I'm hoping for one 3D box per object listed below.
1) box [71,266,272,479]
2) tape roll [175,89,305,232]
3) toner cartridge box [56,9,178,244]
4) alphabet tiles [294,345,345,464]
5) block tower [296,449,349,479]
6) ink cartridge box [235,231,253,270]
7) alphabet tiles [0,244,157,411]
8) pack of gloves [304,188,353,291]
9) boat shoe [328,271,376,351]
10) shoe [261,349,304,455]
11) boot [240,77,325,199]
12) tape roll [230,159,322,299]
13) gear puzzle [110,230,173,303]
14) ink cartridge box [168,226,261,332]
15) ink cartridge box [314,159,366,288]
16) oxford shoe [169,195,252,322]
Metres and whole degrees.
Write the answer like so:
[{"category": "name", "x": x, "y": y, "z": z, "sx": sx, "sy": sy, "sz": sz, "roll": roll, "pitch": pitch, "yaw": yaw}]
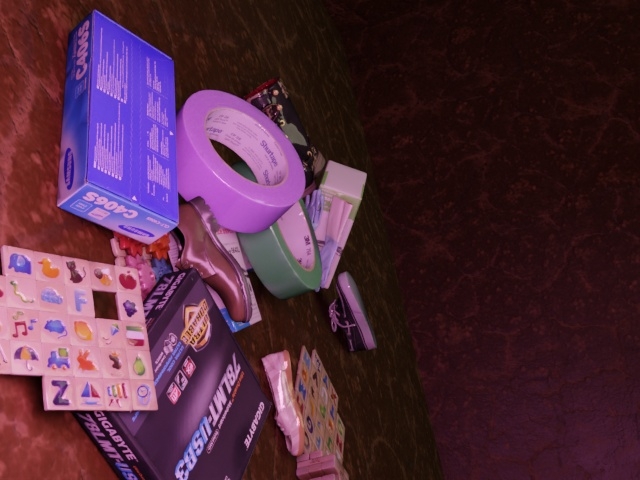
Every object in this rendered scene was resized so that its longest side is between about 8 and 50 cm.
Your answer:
[{"category": "box", "x": -0.196, "y": 0.239, "z": 1.119, "sx": 0.293, "sy": 0.073, "sz": 0.295, "roll": 64, "pitch": 28, "yaw": -24}, {"category": "tape roll", "x": -0.162, "y": -0.149, "z": 1.442, "sx": 0.275, "sy": 0.090, "sz": 0.274, "roll": 30, "pitch": 37, "yaw": -25}, {"category": "toner cartridge box", "x": -0.309, "y": -0.178, "z": 1.192, "sx": 0.165, "sy": 0.075, "sz": 0.347, "roll": 27, "pitch": 44, "yaw": -42}, {"category": "alphabet tiles", "x": 0.000, "y": 0.430, "z": 1.868, "sx": 0.342, "sy": 0.011, "sz": 0.285, "roll": -80, "pitch": 150, "yaw": -61}, {"category": "block tower", "x": 0.003, "y": 0.582, "z": 1.537, "sx": 0.335, "sy": 0.091, "sz": 0.097, "roll": -90, "pitch": 157, "yaw": -51}, {"category": "ink cartridge box", "x": -0.130, "y": 0.018, "z": 1.759, "sx": 0.180, "sy": 0.060, "sz": 0.104, "roll": 16, "pitch": 56, "yaw": -73}, {"category": "alphabet tiles", "x": -0.304, "y": 0.108, "z": 0.927, "sx": 0.237, "sy": 0.009, "sz": 0.198, "roll": 15, "pitch": 54, "yaw": -49}, {"category": "pack of gloves", "x": 0.000, "y": 0.000, "z": 1.843, "sx": 0.046, "sy": 0.232, "sz": 0.195, "roll": 14, "pitch": 11, "yaw": -34}, {"category": "boat shoe", "x": 0.079, "y": 0.215, "z": 2.238, "sx": 0.306, "sy": 0.105, "sz": 0.113, "roll": 67, "pitch": 10, "yaw": -46}, {"category": "shoe", "x": -0.078, "y": 0.341, "z": 1.606, "sx": 0.076, "sy": 0.058, "sz": 0.219, "roll": 137, "pitch": -56, "yaw": -71}, {"category": "boot", "x": -0.111, "y": -0.254, "z": 2.009, "sx": 0.284, "sy": 0.138, "sz": 0.377, "roll": 63, "pitch": 24, "yaw": -19}, {"category": "tape roll", "x": -0.095, "y": -0.033, "z": 1.676, "sx": 0.321, "sy": 0.077, "sz": 0.321, "roll": -20, "pitch": 90, "yaw": -75}, {"category": "gear puzzle", "x": -0.294, "y": -0.056, "z": 1.256, "sx": 0.175, "sy": 0.044, "sz": 0.338, "roll": 18, "pitch": 55, "yaw": -73}, {"category": "ink cartridge box", "x": -0.194, "y": 0.069, "z": 1.405, "sx": 0.148, "sy": 0.086, "sz": 0.203, "roll": -13, "pitch": 87, "yaw": -75}, {"category": "ink cartridge box", "x": 0.020, "y": -0.043, "z": 2.016, "sx": 0.198, "sy": 0.115, "sz": 0.272, "roll": -75, "pitch": -176, "yaw": -65}, {"category": "oxford shoe", "x": -0.191, "y": 0.046, "z": 1.278, "sx": 0.227, "sy": 0.096, "sz": 0.083, "roll": 59, "pitch": -29, "yaw": 6}]
